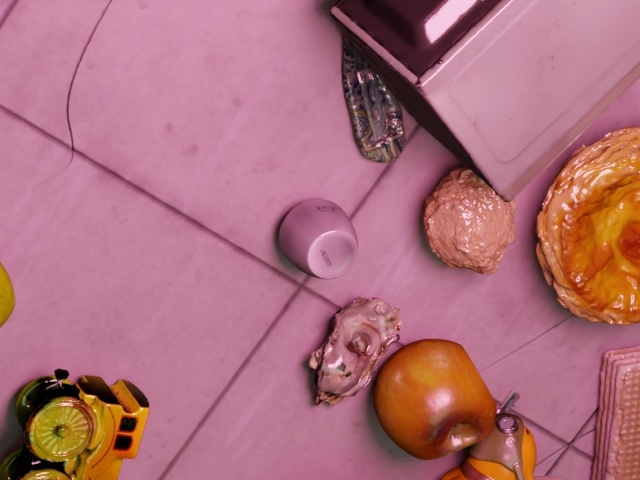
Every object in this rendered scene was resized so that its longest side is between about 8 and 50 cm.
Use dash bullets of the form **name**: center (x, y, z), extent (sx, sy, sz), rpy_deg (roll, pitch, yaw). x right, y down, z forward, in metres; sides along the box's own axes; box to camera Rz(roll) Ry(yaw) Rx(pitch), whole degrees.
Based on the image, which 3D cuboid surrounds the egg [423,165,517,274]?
- **egg**: center (0.186, -0.027, 1.907), extent (0.118, 0.116, 0.140), rpy_deg (8, 111, 8)

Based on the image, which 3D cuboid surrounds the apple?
- **apple**: center (0.147, 0.212, 1.977), extent (0.146, 0.147, 0.163), rpy_deg (-31, 120, -4)

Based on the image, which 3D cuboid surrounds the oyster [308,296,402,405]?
- **oyster**: center (0.031, 0.143, 1.961), extent (0.108, 0.053, 0.165), rpy_deg (25, 96, -45)

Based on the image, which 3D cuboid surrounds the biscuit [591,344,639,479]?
- **biscuit**: center (0.452, 0.347, 2.183), extent (0.144, 0.078, 0.426), rpy_deg (-7, 114, -15)

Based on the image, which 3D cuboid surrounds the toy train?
- **toy train**: center (-0.315, 0.300, 1.867), extent (0.161, 0.100, 0.296), rpy_deg (11, 105, -29)

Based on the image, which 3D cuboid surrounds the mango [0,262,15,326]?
- **mango**: center (-0.486, 0.067, 1.691), extent (0.273, 0.149, 0.185), rpy_deg (-29, 112, -13)

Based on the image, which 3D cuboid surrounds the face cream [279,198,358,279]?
- **face cream**: center (0.000, 0.000, 1.863), extent (0.091, 0.095, 0.091), rpy_deg (-8, 114, -17)

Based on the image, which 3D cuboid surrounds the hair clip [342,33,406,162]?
- **hair clip**: center (0.059, -0.196, 1.834), extent (0.066, 0.036, 0.229), rpy_deg (-17, 122, -9)

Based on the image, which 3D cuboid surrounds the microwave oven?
- **microwave oven**: center (0.229, -0.277, 1.736), extent (0.355, 0.218, 0.286), rpy_deg (-44, 138, 2)

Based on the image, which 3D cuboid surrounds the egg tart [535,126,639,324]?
- **egg tart**: center (0.399, -0.028, 1.983), extent (0.295, 0.116, 0.294), rpy_deg (-8, 113, -18)

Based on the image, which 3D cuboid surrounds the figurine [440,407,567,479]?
- **figurine**: center (0.205, 0.315, 2.054), extent (0.250, 0.166, 0.141), rpy_deg (-19, 103, 1)

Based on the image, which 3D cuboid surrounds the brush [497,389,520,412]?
- **brush**: center (0.245, 0.241, 2.101), extent (0.016, 0.013, 0.083), rpy_deg (34, 100, -31)
